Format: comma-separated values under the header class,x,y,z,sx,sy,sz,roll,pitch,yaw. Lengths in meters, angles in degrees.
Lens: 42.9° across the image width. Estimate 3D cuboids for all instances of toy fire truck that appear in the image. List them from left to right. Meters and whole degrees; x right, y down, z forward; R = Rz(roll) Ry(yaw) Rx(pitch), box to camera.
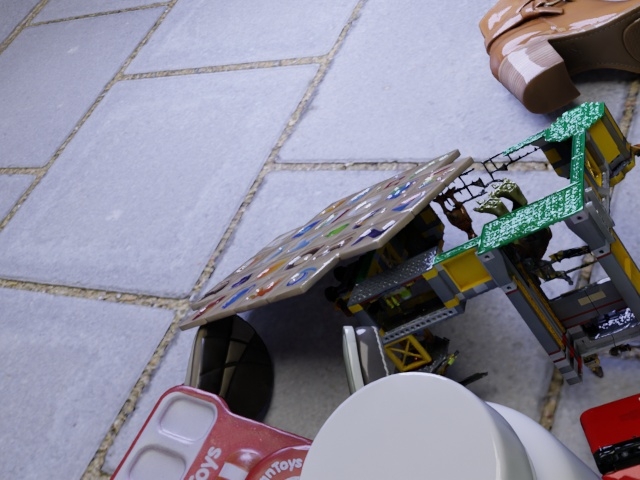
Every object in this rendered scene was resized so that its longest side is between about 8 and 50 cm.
class,x,y,z,sx,sy,sz,roll,pitch,yaw
toy fire truck,-0.096,0.281,0.668,0.254,0.169,0.302,13,56,26

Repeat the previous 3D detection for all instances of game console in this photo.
class,x,y,z,sx,sy,sz,roll,pitch,yaw
game console,0.305,0.182,0.674,0.144,0.085,0.124,-20,11,12

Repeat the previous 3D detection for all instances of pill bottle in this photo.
class,x,y,z,sx,sy,sz,roll,pitch,yaw
pill bottle,0.119,0.204,0.541,0.160,0.283,0.160,-23,48,27

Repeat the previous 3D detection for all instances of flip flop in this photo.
class,x,y,z,sx,sy,sz,roll,pitch,yaw
flip flop,-0.122,0.194,0.864,0.080,0.112,0.277,-22,44,34

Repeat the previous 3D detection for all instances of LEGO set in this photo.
class,x,y,z,sx,sy,sz,roll,pitch,yaw
LEGO set,0.192,0.040,0.794,0.331,0.192,0.255,-30,20,23

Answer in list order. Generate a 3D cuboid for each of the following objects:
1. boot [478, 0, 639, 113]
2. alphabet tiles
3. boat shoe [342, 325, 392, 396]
class,x,y,z,sx,sy,sz,roll,pitch,yaw
boot,0.351,-0.284,1.052,0.283,0.109,0.220,-29,37,14
alphabet tiles,0.000,0.000,0.894,0.342,0.011,0.285,-21,15,49
boat shoe,0.073,0.178,0.703,0.069,0.081,0.227,-15,86,-1
